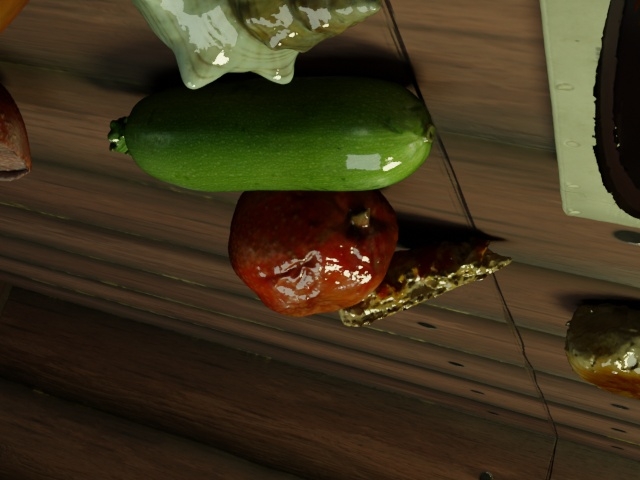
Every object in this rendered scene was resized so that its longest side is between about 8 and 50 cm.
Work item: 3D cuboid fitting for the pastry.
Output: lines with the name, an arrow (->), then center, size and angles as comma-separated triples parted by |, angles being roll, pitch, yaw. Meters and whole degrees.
pastry -> 0.404, 0.146, 1.092 | 0.192, 0.093, 0.182 | 27, 161, -31

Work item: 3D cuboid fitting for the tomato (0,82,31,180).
tomato -> -0.400, -0.143, 0.953 | 0.199, 0.112, 0.228 | 16, 167, -22

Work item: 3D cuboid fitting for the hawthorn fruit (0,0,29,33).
hawthorn fruit -> -0.172, -0.181, 0.269 | 0.298, 0.277, 0.277 | -13, 155, 20

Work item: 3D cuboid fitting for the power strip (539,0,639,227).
power strip -> 0.204, -0.082, 0.571 | 0.106, 0.043, 0.367 | 13, 165, 21

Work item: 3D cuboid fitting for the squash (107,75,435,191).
squash -> -0.067, -0.090, 0.763 | 0.378, 0.101, 0.101 | 8, 163, 42

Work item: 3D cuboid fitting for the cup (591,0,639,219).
cup -> 0.261, -0.072, 0.284 | 0.288, 0.203, 0.203 | 12, 166, -3

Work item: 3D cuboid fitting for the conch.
conch -> -0.067, -0.154, 0.505 | 0.234, 0.114, 0.137 | 20, 154, 17

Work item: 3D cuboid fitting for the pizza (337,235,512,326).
pizza -> 0.120, 0.031, 1.013 | 0.199, 0.062, 0.188 | -18, -170, 30

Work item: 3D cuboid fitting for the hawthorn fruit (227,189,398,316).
hawthorn fruit -> -0.005, 0.003, 0.925 | 0.179, 0.173, 0.173 | 10, 164, 32
